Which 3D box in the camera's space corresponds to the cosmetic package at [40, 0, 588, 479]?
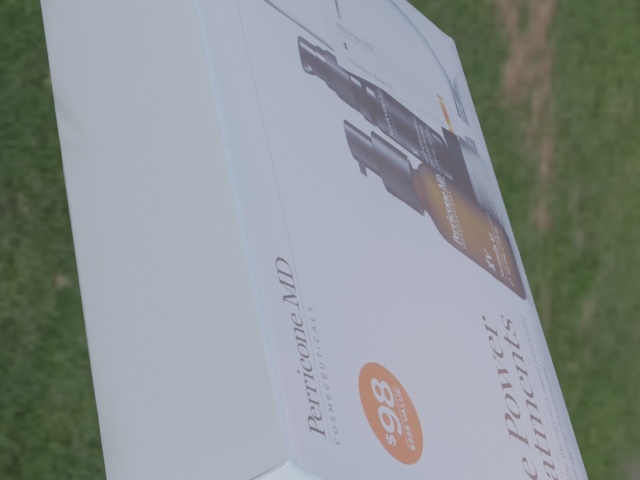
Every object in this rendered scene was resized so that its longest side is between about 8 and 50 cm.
[{"bbox_3d":[0.000,0.000,0.865,0.284,0.097,0.377,30,38,-46],"label":"cosmetic package"}]
